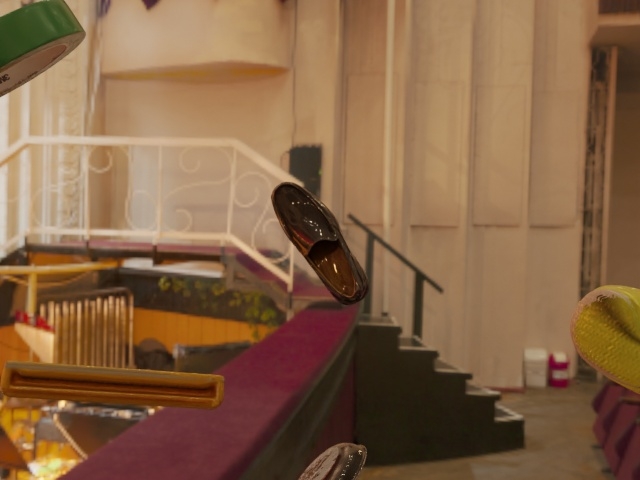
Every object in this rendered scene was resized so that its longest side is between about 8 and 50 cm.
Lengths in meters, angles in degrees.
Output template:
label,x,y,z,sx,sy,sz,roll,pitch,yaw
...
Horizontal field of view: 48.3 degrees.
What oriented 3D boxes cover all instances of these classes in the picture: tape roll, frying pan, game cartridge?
label,x,y,z,sx,sy,sz,roll,pitch,yaw
tape roll,-0.617,-0.354,1.393,0.321,0.077,0.321,-30,15,9
frying pan,-0.032,0.482,1.263,0.326,0.053,0.197,-47,4,-30
game cartridge,-0.311,0.220,1.077,0.285,0.053,0.323,7,-15,-15

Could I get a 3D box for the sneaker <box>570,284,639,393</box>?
label,x,y,z,sx,sy,sz,roll,pitch,yaw
sneaker,0.314,0.101,0.530,0.240,0.091,0.126,36,22,35

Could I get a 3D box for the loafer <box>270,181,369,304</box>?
label,x,y,z,sx,sy,sz,roll,pitch,yaw
loafer,0.000,0.000,0.833,0.062,0.170,0.061,-39,-4,2
